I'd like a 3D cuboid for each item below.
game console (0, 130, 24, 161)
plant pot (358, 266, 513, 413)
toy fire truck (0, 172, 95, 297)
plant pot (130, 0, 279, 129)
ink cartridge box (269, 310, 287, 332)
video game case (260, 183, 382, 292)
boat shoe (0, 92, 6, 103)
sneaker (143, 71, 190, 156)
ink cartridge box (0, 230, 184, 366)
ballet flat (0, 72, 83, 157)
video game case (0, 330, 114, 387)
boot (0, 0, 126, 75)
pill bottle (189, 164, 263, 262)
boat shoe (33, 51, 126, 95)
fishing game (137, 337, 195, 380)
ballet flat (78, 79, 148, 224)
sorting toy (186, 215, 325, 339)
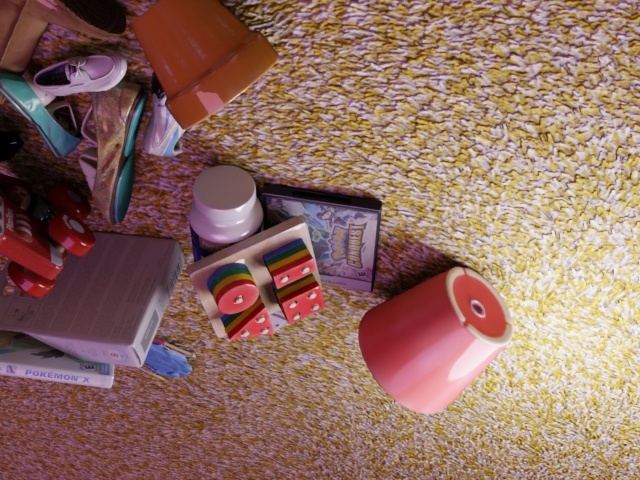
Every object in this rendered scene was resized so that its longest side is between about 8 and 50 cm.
[{"bbox_3d":[-0.772,-0.150,1.790,0.361,0.213,0.044,-20,89,55],"label":"game console"},{"bbox_3d":[0.259,0.200,1.823,0.275,0.275,0.243,32,129,-20],"label":"plant pot"},{"bbox_3d":[-0.623,-0.046,1.760,0.169,0.302,0.254,-43,127,12],"label":"toy fire truck"},{"bbox_3d":[-0.204,-0.319,1.404,0.205,0.205,0.188,-24,111,37],"label":"plant pot"},{"bbox_3d":[-0.119,0.147,2.008,0.109,0.063,0.150,28,139,-16],"label":"ink cartridge box"},{"bbox_3d":[0.000,0.000,1.822,0.248,0.035,0.275,9,140,7],"label":"video game case"},{"bbox_3d":[-0.848,-0.267,1.673,0.500,0.156,0.187,-3,139,22],"label":"boat shoe"},{"bbox_3d":[-0.276,-0.252,1.586,0.086,0.085,0.237,-2,142,-23],"label":"sneaker"},{"bbox_3d":[-0.535,0.118,1.907,0.385,0.308,0.091,5,138,12],"label":"ink cartridge box"},{"bbox_3d":[-0.533,-0.257,1.633,0.087,0.083,0.247,-38,148,-7],"label":"ballet flat"},{"bbox_3d":[-0.616,0.224,1.914,0.300,0.329,0.036,10,106,-16],"label":"video game case"},{"bbox_3d":[-0.498,-0.373,1.505,0.236,0.089,0.269,31,142,-22],"label":"boot"},{"bbox_3d":[-0.194,-0.021,1.765,0.153,0.153,0.264,9,140,6],"label":"pill bottle"},{"bbox_3d":[-0.436,-0.303,1.530,0.184,0.066,0.063,-1,180,26],"label":"boat shoe"},{"bbox_3d":[-0.435,0.320,2.327,0.189,0.041,0.264,26,147,-14],"label":"fishing game"},{"bbox_3d":[-0.421,-0.179,1.680,0.123,0.123,0.348,18,135,-4],"label":"ballet flat"},{"bbox_3d":[-0.118,0.104,1.761,0.255,0.089,0.257,-25,145,-8],"label":"sorting toy"}]
